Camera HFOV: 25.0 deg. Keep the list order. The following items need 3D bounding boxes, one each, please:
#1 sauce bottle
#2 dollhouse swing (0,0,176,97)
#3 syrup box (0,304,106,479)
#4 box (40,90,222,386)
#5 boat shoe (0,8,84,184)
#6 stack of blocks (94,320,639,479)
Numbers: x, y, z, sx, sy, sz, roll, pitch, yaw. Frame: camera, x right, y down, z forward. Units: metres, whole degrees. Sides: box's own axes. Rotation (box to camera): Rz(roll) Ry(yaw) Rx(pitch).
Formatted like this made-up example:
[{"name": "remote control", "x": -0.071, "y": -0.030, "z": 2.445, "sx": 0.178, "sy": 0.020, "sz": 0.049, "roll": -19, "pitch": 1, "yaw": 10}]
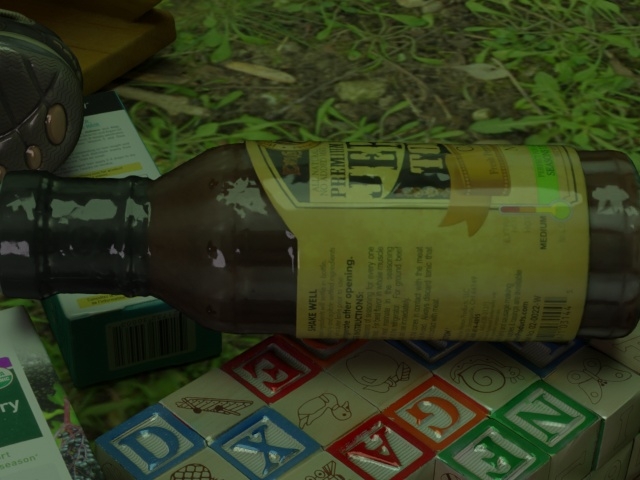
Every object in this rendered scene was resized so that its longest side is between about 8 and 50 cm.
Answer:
[{"name": "sauce bottle", "x": 0.000, "y": 0.000, "z": 0.786, "sx": 0.344, "sy": 0.111, "sz": 0.111, "roll": 1, "pitch": 37, "yaw": -4}, {"name": "dollhouse swing", "x": -0.306, "y": -0.221, "z": 1.024, "sx": 0.315, "sy": 0.346, "sz": 0.305, "roll": 15, "pitch": 48, "yaw": 15}, {"name": "syrup box", "x": -0.162, "y": 0.145, "z": 0.743, "sx": 0.093, "sy": 0.096, "sz": 0.237, "roll": -14, "pitch": 41, "yaw": -21}, {"name": "box", "x": -0.152, "y": -0.010, "z": 0.977, "sx": 0.101, "sy": 0.060, "sz": 0.244, "roll": -12, "pitch": 39, "yaw": -18}, {"name": "boat shoe", "x": -0.334, "y": -0.102, "z": 0.968, "sx": 0.355, "sy": 0.132, "sz": 0.130, "roll": 5, "pitch": 25, "yaw": -5}, {"name": "stack of blocks", "x": 0.045, "y": 0.115, "z": 0.802, "sx": 0.297, "sy": 0.087, "sz": 0.171, "roll": -29, "pitch": 47, "yaw": -35}]
